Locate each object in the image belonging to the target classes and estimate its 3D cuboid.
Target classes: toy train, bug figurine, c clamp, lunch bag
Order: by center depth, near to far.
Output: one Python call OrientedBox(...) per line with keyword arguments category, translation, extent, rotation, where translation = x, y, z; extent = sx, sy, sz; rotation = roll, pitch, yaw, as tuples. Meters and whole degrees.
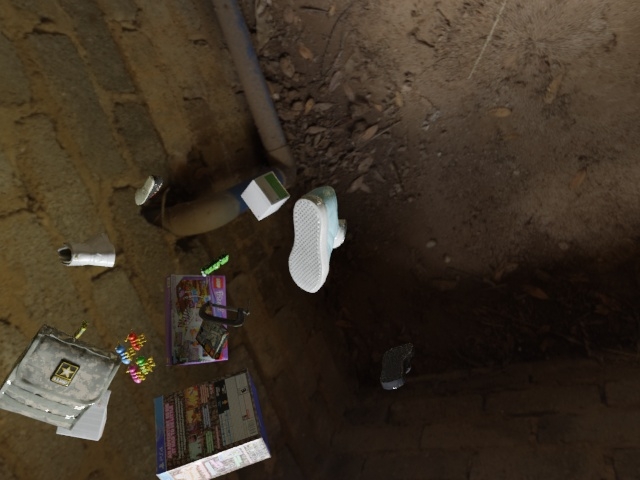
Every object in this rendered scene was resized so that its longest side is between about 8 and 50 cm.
OrientedBox(category="toy train", translation=(-0.242, 0.056, 1.056), extent=(0.017, 0.083, 0.024), rotation=(30, 131, 18))
OrientedBox(category="lunch bag", translation=(-0.737, 0.380, 1.307), extent=(0.235, 0.169, 0.287), rotation=(32, 117, -25))
OrientedBox(category="c clamp", translation=(-0.292, 0.218, 1.408), extent=(0.160, 0.137, 0.022), rotation=(12, 116, -20))
OrientedBox(category="bug figurine", translation=(-0.836, 0.523, 2.070), extent=(0.072, 0.279, 0.217), rotation=(-24, 97, -5))

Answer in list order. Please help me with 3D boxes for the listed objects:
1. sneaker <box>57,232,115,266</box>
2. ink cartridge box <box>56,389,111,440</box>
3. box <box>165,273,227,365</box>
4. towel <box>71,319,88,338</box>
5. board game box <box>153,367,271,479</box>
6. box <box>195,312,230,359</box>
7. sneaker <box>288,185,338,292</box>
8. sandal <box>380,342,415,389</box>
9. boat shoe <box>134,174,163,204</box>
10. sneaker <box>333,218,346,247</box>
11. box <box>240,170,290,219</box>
OrientedBox(category="sneaker", translation=(-0.879, 0.028, 1.701), extent=(0.292, 0.169, 0.108), rotation=(14, 98, 53))
OrientedBox(category="ink cartridge box", translation=(-0.821, 0.592, 1.606), extent=(0.145, 0.045, 0.180), rotation=(14, 85, -8))
OrientedBox(category="box", translation=(-0.419, 0.264, 1.558), extent=(0.057, 0.200, 0.294), rotation=(-18, 72, 49))
OrientedBox(category="towel", translation=(-0.881, 0.377, 1.560), extent=(0.021, 0.237, 0.102), rotation=(42, 167, -17))
OrientedBox(category="board game box", translation=(-0.319, 0.549, 1.350), extent=(0.290, 0.232, 0.141), rotation=(-16, 133, -8))
OrientedBox(category="box", translation=(-0.340, 0.298, 1.444), extent=(0.137, 0.027, 0.094), rotation=(27, 95, 49))
OrientedBox(category="sneaker", translation=(0.000, 0.000, 1.399), extent=(0.135, 0.150, 0.366), rotation=(30, 135, 22))
OrientedBox(category="sandal", translation=(0.235, 0.390, 1.414), extent=(0.097, 0.254, 0.055), rotation=(-18, 98, 25))
OrientedBox(category="boat shoe", translation=(-0.511, -0.148, 1.369), extent=(0.133, 0.042, 0.049), rotation=(-38, 75, 36))
OrientedBox(category="sneaker", translation=(-0.029, 0.001, 1.581), extent=(0.129, 0.111, 0.297), rotation=(21, 137, -20))
OrientedBox(category="box", translation=(-0.170, -0.138, 1.415), extent=(0.101, 0.087, 0.102), rotation=(54, 140, 2))
